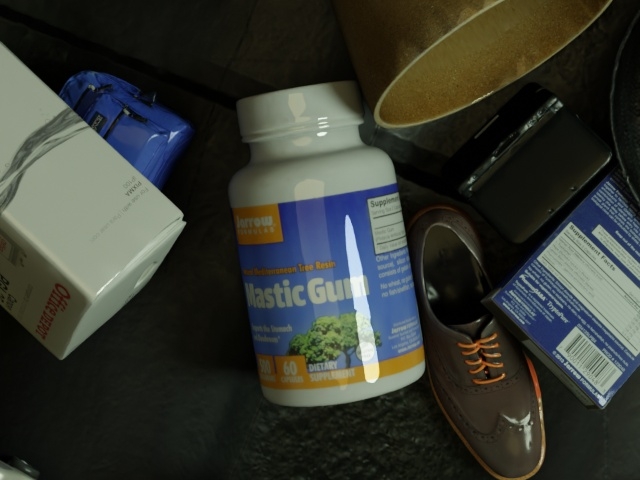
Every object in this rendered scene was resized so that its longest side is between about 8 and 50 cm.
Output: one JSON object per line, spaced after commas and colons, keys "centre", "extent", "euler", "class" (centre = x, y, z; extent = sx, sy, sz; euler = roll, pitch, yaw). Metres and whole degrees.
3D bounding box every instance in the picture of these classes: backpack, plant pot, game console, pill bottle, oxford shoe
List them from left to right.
{"centre": [-0.190, -0.103, 1.155], "extent": [0.120, 0.101, 0.098], "euler": [33, 90, 5], "class": "backpack"}
{"centre": [0.000, 0.000, 1.122], "extent": [0.152, 0.152, 0.272], "euler": [-10, 95, 5], "class": "pill bottle"}
{"centre": [0.090, -0.264, 1.074], "extent": [0.237, 0.237, 0.254], "euler": [-30, 77, 6], "class": "plant pot"}
{"centre": [0.137, 0.101, 1.147], "extent": [0.097, 0.098, 0.271], "euler": [-22, 93, 6], "class": "oxford shoe"}
{"centre": [0.183, -0.071, 1.134], "extent": [0.122, 0.107, 0.071], "euler": [-44, 109, 6], "class": "game console"}

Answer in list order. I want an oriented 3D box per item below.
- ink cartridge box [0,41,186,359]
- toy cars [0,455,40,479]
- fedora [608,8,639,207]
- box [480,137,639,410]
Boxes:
{"centre": [-0.275, -0.049, 1.101], "extent": [0.283, 0.207, 0.117], "euler": [44, 63, 0], "class": "ink cartridge box"}
{"centre": [-0.367, 0.133, 1.166], "extent": [0.176, 0.087, 0.393], "euler": [-19, 94, -22], "class": "toy cars"}
{"centre": [0.416, -0.103, 1.051], "extent": [0.334, 0.152, 0.334], "euler": [1, 85, -6], "class": "fedora"}
{"centre": [0.265, 0.023, 1.108], "extent": [0.136, 0.036, 0.225], "euler": [45, 75, 0], "class": "box"}
